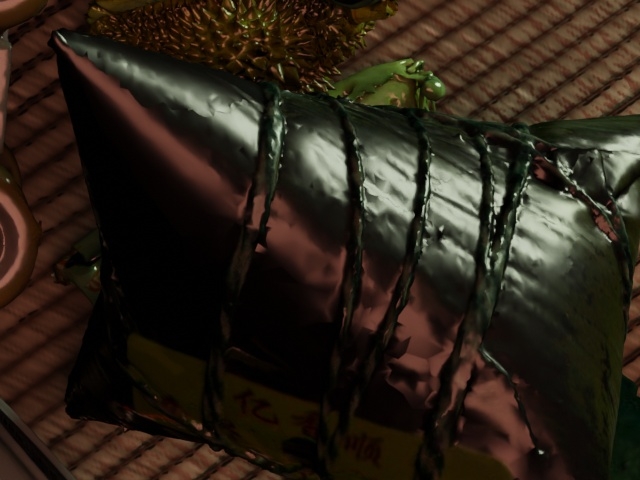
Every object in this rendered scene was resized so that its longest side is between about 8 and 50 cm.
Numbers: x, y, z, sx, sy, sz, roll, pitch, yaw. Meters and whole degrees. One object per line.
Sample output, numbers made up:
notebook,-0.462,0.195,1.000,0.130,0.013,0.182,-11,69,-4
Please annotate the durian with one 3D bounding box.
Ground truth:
durian,-0.051,-0.144,1.146,0.198,0.146,0.159,-40,72,7

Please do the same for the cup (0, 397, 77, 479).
cup,-0.268,0.211,1.048,0.274,0.357,0.259,-42,72,-8

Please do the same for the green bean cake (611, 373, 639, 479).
green bean cake,0.107,0.224,1.173,0.300,0.308,0.169,-32,146,-8

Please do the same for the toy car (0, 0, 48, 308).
toy car,-0.271,-0.103,1.050,0.226,0.242,0.336,3,100,-13

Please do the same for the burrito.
burrito,-0.036,-0.020,1.217,0.288,0.054,0.104,-33,106,-8

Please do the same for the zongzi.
zongzi,0.000,0.000,1.030,0.383,0.362,0.319,1,57,9
